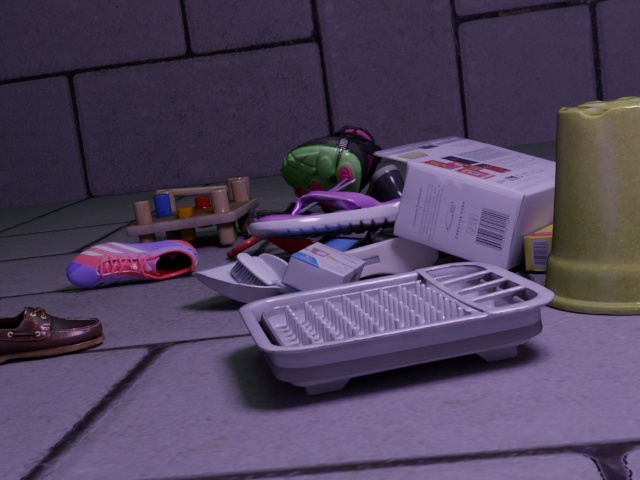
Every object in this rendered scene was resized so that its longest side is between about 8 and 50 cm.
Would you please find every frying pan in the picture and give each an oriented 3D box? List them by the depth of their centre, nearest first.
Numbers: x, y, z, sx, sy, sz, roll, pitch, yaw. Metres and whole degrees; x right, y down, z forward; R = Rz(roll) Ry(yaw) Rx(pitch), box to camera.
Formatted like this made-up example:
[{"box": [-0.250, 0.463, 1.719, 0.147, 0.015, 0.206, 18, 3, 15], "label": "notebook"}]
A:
[{"box": [0.155, -0.006, 1.876, 0.197, 0.053, 0.326, -9, 12, -20], "label": "frying pan"}]

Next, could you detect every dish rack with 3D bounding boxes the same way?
[{"box": [0.081, 0.101, 1.164, 0.332, 0.072, 0.285, -9, 10, -10], "label": "dish rack"}]

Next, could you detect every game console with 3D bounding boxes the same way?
[{"box": [0.000, 0.000, 1.795, 0.124, 0.085, 0.144, -38, 25, -31], "label": "game console"}]

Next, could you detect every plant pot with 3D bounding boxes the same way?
[{"box": [0.413, -0.059, 1.306, 0.276, 0.254, 0.276, -8, 9, 1], "label": "plant pot"}]

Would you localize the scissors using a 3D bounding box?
[{"box": [-0.061, -0.047, 2.000, 0.297, 0.021, 0.109, -32, 0, -5], "label": "scissors"}]

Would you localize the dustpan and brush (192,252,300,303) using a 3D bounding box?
[{"box": [-0.080, 0.066, 1.538, 0.147, 0.060, 0.211, -15, 41, -43], "label": "dustpan and brush"}]

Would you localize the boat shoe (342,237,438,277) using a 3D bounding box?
[{"box": [0.103, 0.031, 1.641, 0.184, 0.066, 0.063, -16, 9, 7], "label": "boat shoe"}]

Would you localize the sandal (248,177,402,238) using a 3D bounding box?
[{"box": [0.059, -0.068, 1.913, 0.416, 0.102, 0.169, -7, -6, -17], "label": "sandal"}]

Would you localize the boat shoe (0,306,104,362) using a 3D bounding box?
[{"box": [-0.413, 0.130, 1.401, 0.207, 0.073, 0.073, -9, 8, -14], "label": "boat shoe"}]

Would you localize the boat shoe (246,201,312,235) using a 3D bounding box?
[{"box": [-0.062, -0.049, 2.214, 0.223, 0.073, 0.080, -4, 6, 18], "label": "boat shoe"}]

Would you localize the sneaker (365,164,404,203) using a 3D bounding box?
[{"box": [0.159, -0.071, 2.215, 0.083, 0.118, 0.222, -24, -19, -4], "label": "sneaker"}]

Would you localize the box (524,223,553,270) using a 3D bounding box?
[{"box": [0.406, -0.001, 1.572, 0.087, 0.058, 0.232, 0, 12, 36], "label": "box"}]

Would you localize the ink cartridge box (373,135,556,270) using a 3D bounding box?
[{"box": [0.262, -0.074, 1.659, 0.271, 0.130, 0.309, 20, 20, 30], "label": "ink cartridge box"}]

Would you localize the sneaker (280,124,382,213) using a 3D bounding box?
[{"box": [0.032, -0.177, 2.192, 0.185, 0.202, 0.483, 30, -4, 0], "label": "sneaker"}]

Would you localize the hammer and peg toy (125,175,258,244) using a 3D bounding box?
[{"box": [-0.286, -0.062, 2.329, 0.265, 0.127, 0.361, -8, 9, 10], "label": "hammer and peg toy"}]

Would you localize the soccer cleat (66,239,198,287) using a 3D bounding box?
[{"box": [-0.354, 0.045, 1.873, 0.248, 0.083, 0.095, -7, 13, -15], "label": "soccer cleat"}]

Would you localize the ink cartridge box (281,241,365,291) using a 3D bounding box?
[{"box": [0.007, 0.048, 1.515, 0.088, 0.052, 0.122, 22, 14, 13], "label": "ink cartridge box"}]
